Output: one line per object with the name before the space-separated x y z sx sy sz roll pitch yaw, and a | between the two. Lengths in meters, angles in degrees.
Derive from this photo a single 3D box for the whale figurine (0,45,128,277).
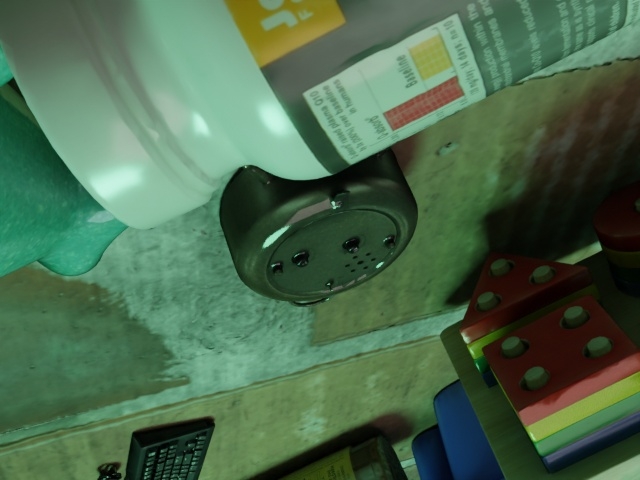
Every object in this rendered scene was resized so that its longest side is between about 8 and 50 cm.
whale figurine | -0.194 -0.017 0.459 0.272 0.141 0.216 16 132 -45

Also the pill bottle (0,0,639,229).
pill bottle | 0.017 -0.123 0.411 0.278 0.162 0.162 -27 148 7

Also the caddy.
caddy | 0.267 0.247 1.094 0.341 0.179 0.241 -11 147 -17

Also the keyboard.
keyboard | -0.165 0.234 0.962 0.108 0.023 0.180 -7 144 -22

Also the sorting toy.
sorting toy | 0.222 0.055 0.745 0.257 0.255 0.089 -27 113 5

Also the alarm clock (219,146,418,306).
alarm clock | 0.000 0.000 0.681 0.129 0.064 0.192 -14 150 -12

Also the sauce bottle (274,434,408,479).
sauce bottle | -0.063 0.332 1.088 0.344 0.111 0.111 -27 148 10
